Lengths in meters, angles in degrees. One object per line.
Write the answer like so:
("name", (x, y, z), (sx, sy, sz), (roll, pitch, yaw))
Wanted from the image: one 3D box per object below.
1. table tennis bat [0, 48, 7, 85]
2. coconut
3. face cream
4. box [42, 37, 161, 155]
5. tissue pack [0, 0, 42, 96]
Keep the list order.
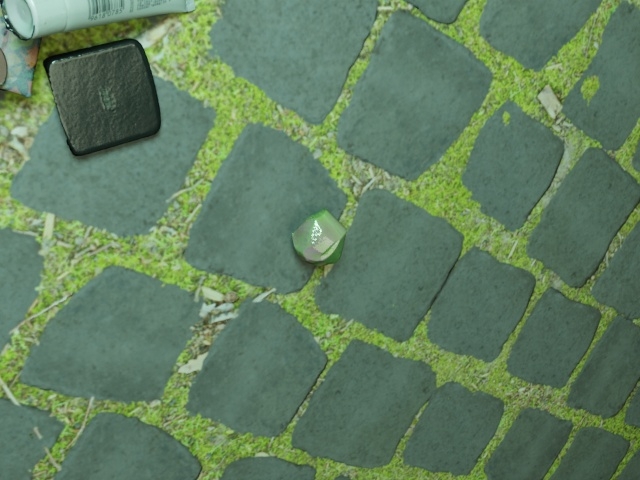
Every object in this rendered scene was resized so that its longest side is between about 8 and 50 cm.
("table tennis bat", (-0.363, -0.175, 0.771), (0.050, 0.007, 0.083), (-7, 116, -28))
("coconut", (0.000, 0.000, 1.088), (0.081, 0.082, 0.083), (49, 41, -11))
("face cream", (-0.235, -0.282, 0.806), (0.244, 0.058, 0.092), (-35, 131, -43))
("box", (-0.266, -0.178, 0.890), (0.125, 0.027, 0.126), (-21, 119, -23))
("tissue pack", (-0.359, -0.243, 0.783), (0.109, 0.060, 0.148), (11, 105, -31))
